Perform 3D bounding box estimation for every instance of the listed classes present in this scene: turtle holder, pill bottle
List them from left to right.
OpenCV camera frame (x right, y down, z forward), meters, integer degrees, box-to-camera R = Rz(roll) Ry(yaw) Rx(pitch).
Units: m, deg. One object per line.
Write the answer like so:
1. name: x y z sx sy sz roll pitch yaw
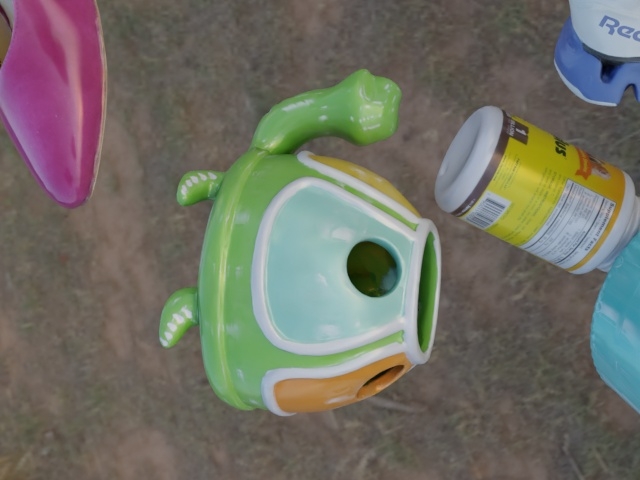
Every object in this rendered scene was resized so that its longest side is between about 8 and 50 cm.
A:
1. turtle holder: 0.002 0.017 1.096 0.228 0.320 0.243 3 138 18
2. pill bottle: 0.233 -0.042 1.126 0.215 0.117 0.117 25 130 -11

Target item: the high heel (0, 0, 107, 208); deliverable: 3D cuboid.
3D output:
1. high heel: -0.172 -0.125 0.498 0.082 0.117 0.244 -27 74 54

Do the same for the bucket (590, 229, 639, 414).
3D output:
1. bucket: 0.416 0.094 1.086 0.183 0.281 0.281 41 128 51

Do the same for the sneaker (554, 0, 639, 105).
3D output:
1. sneaker: 0.318 -0.218 0.815 0.316 0.182 0.127 -18 56 10
